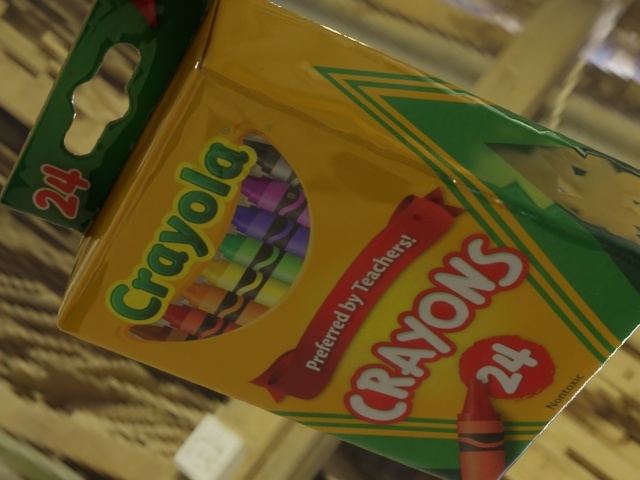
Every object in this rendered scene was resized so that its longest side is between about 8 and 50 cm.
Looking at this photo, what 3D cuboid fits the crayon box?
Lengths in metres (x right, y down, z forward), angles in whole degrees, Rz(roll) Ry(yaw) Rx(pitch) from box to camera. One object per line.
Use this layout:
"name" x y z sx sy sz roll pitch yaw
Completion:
"crayon box" 0.000 0.000 0.861 0.319 0.202 0.081 22 41 -13
